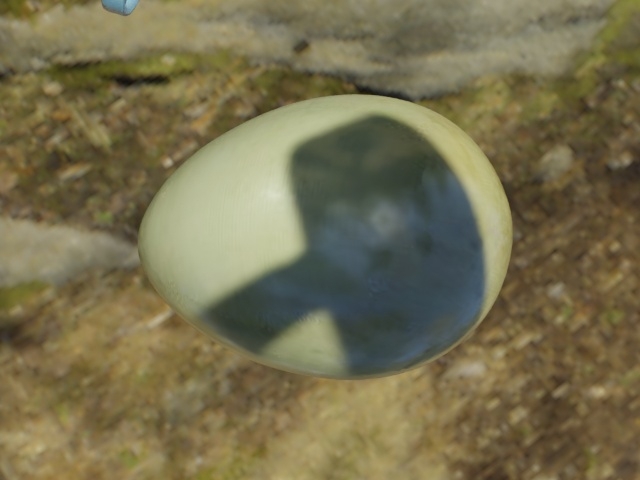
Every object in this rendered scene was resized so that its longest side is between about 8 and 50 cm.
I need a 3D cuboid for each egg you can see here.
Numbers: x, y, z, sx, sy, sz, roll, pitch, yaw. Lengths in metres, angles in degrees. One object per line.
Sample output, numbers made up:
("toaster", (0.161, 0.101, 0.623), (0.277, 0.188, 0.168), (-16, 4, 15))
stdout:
("egg", (0.000, 0.000, 1.251), (0.295, 0.218, 0.218), (-6, 150, 15))

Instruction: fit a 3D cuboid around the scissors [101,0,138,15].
("scissors", (-0.114, -0.262, 1.084), (0.256, 0.030, 0.125), (105, 5, -59))
